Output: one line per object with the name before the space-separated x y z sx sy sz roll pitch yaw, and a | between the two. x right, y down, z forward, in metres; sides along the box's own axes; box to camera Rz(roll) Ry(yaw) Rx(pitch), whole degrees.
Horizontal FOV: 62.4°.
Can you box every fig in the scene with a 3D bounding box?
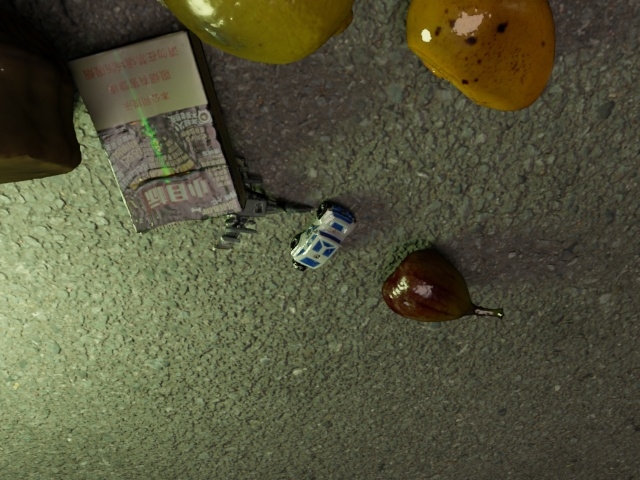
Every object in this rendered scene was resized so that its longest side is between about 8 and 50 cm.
fig | 0.281 0.121 1.189 0.275 0.145 0.170 21 126 -3

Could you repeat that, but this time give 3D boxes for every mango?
mango | 0.268 -0.322 0.836 0.290 0.159 0.191 32 110 -32

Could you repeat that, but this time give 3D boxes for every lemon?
lemon | -0.085 -0.369 0.701 0.284 0.260 0.260 5 128 -12

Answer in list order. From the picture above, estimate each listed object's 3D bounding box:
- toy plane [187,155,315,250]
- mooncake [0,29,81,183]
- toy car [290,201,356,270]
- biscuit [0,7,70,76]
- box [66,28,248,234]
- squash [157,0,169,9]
toy plane | -0.131 -0.069 1.045 0.262 0.088 0.192 5 101 -14
mooncake | -0.510 -0.178 0.733 0.325 0.324 0.186 -2 92 -4
toy car | 0.000 0.000 1.122 0.080 0.070 0.170 27 121 -25
biscuit | -0.513 -0.283 0.868 0.229 0.031 0.176 33 118 -28
box | -0.263 -0.179 0.898 0.198 0.084 0.309 -12 114 4
squash | -0.255 -0.439 0.742 0.069 0.069 0.238 -21 127 11
